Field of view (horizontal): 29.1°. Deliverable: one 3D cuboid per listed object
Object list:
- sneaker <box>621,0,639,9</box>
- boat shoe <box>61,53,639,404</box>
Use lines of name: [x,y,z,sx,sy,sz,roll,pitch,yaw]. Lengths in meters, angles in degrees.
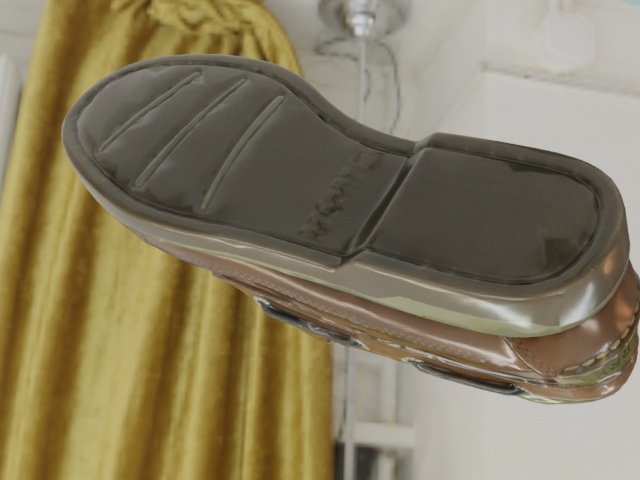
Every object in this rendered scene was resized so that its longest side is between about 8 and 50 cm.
sneaker: [0.123,-0.281,0.656,0.135,0.365,0.150,-25,-171,-11]
boat shoe: [0.000,0.000,0.572,0.307,0.110,0.104,24,151,37]
